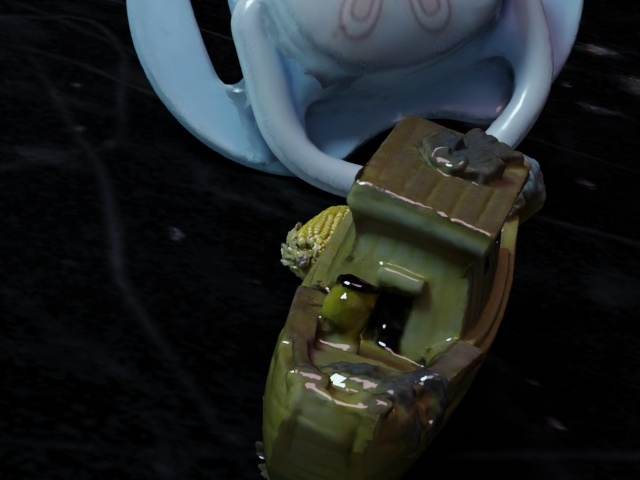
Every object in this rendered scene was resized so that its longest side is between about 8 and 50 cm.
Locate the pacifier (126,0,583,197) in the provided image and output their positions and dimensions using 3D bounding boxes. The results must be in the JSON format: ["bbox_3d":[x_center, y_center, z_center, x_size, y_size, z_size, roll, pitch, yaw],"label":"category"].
[{"bbox_3d":[0.021,-0.134,1.084,0.287,0.238,0.226,-20,0,-14],"label":"pacifier"}]

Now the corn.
[{"bbox_3d":[0.000,0.000,0.907,0.028,0.027,0.083,26,21,9],"label":"corn"}]

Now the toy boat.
[{"bbox_3d":[0.042,0.016,0.777,0.089,0.121,0.321,23,23,6],"label":"toy boat"}]
